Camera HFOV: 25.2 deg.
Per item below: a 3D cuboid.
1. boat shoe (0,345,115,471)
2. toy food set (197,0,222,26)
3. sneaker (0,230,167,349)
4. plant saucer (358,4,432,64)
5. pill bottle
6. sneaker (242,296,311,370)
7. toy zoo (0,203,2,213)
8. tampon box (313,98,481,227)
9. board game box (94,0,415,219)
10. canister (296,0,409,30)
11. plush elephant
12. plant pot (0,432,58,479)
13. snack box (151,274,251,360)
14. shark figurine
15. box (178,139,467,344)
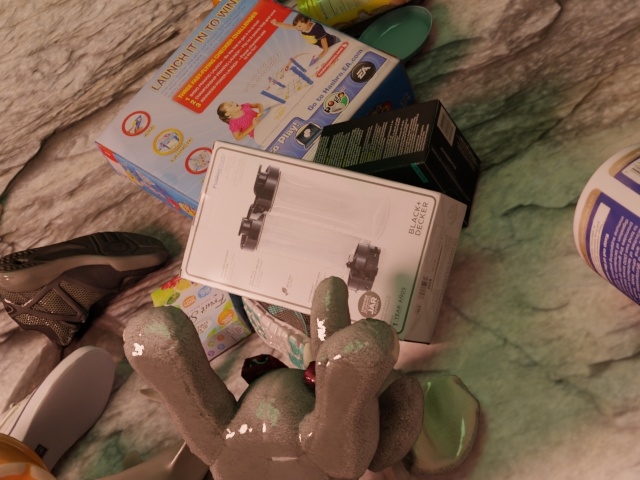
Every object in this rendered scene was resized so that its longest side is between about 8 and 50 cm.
[{"bbox_3d":[-0.358,0.239,1.771,0.088,0.096,0.267,19,73,42],"label":"boat shoe"},{"bbox_3d":[-0.109,-0.263,2.092,0.111,0.104,0.232,-33,55,-14],"label":"toy food set"},{"bbox_3d":[-0.314,0.065,1.922,0.228,0.130,0.087,-14,31,-14],"label":"sneaker"},{"bbox_3d":[0.104,-0.273,1.963,0.119,0.021,0.119,-22,40,20],"label":"plant saucer"},{"bbox_3d":[0.371,0.021,1.351,0.153,0.153,0.264,-41,38,-3],"label":"pill bottle"},{"bbox_3d":[-0.031,0.093,1.689,0.076,0.065,0.166,-32,39,-19],"label":"sneaker"},{"bbox_3d":[-0.633,0.052,2.221,0.293,0.030,0.192,-19,42,23],"label":"toy zoo"},{"bbox_3d":[0.088,-0.079,1.702,0.161,0.120,0.101,-10,47,32],"label":"tampon box"},{"bbox_3d":[-0.088,-0.159,1.888,0.302,0.086,0.308,31,73,34],"label":"board game box"},{"bbox_3d":[0.062,-0.355,2.024,0.170,0.073,0.126,-20,23,20],"label":"canister"},{"bbox_3d":[0.006,0.160,1.443,0.272,0.330,0.255,-5,26,24],"label":"plush elephant"},{"bbox_3d":[-0.363,0.307,1.568,0.188,0.205,0.205,-15,40,58],"label":"plant pot"},{"bbox_3d":[-0.151,0.090,1.791,0.100,0.037,0.141,-34,39,7],"label":"snack box"},{"bbox_3d":[-0.153,0.220,1.592,0.166,0.116,0.278,24,35,4],"label":"shark figurine"},{"bbox_3d":[0.000,0.000,1.605,0.290,0.087,0.169,13,89,25],"label":"box"}]
